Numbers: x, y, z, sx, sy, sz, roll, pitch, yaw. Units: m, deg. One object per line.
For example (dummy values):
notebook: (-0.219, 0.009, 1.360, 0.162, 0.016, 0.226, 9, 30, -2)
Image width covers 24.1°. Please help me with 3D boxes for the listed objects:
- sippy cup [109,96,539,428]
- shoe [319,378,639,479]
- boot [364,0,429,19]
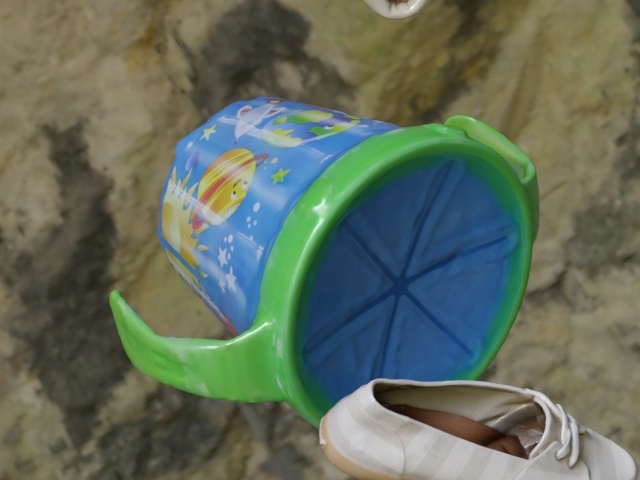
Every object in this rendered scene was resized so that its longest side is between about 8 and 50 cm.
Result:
sippy cup: (0.000, 0.000, 1.126, 0.305, 0.224, 0.240, 11, -77, -43)
shoe: (0.109, 0.126, 0.916, 0.219, 0.076, 0.058, 12, -51, -20)
boot: (0.022, -0.163, 0.576, 0.059, 0.084, 0.158, -10, -57, 0)
